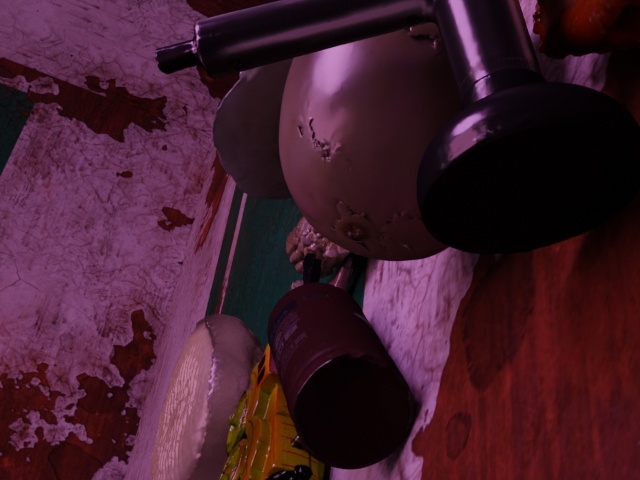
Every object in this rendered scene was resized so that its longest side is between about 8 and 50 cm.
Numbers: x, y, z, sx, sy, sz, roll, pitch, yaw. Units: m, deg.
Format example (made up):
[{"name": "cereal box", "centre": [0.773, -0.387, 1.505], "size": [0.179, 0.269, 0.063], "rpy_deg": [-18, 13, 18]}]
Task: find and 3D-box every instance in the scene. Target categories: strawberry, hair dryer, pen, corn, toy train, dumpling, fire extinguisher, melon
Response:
[{"name": "strawberry", "centre": [0.227, -0.201, 0.759], "size": [0.228, 0.098, 0.174], "rpy_deg": [95, 163, -52]}, {"name": "hair dryer", "centre": [0.047, -0.115, 0.802], "size": [0.284, 0.156, 0.320], "rpy_deg": [-30, 54, 13]}, {"name": "pen", "centre": [0.003, 0.109, 1.348], "size": [0.053, 0.032, 0.197], "rpy_deg": [-101, 31, -70]}, {"name": "corn", "centre": [0.000, 0.000, 1.344], "size": [0.211, 0.087, 0.087], "rpy_deg": [117, 172, -82]}, {"name": "toy train", "centre": [-0.051, 0.250, 1.191], "size": [0.296, 0.101, 0.160], "rpy_deg": [-92, 27, -60]}, {"name": "dumpling", "centre": [0.033, -0.157, 1.291], "size": [0.270, 0.212, 0.320], "rpy_deg": [-21, -51, -55]}, {"name": "fire extinguisher", "centre": [0.008, 0.111, 1.115], "size": [0.337, 0.114, 0.135], "rpy_deg": [-126, 42, -75]}, {"name": "melon", "centre": [0.079, -0.126, 0.956], "size": [0.223, 0.223, 0.316], "rpy_deg": [130, 159, -57]}]

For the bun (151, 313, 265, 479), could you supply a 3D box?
[{"name": "bun", "centre": [-0.136, 0.248, 1.455], "size": [0.287, 0.146, 0.287], "rpy_deg": [-162, 90, -75]}]

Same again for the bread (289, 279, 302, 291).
[{"name": "bread", "centre": [-0.040, 0.103, 1.534], "size": [0.070, 0.035, 0.083], "rpy_deg": [-96, 26, -67]}]
